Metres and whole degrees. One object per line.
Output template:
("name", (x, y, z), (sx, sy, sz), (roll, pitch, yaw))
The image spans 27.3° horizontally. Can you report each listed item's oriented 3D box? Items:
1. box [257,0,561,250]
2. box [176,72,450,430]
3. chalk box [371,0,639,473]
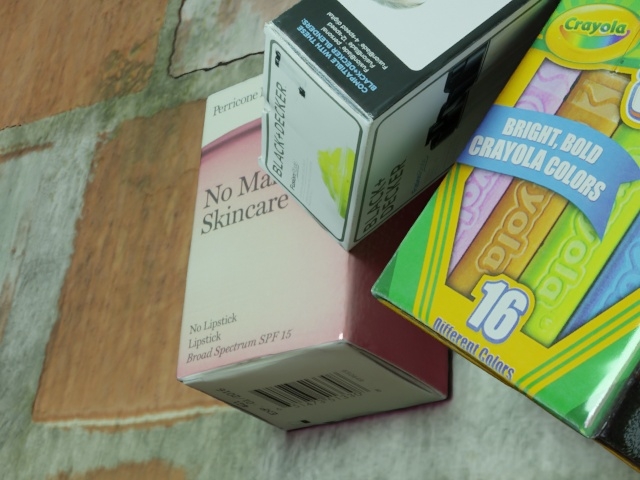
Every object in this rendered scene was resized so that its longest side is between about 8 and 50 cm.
("box", (0.098, -0.137, 0.817), (0.290, 0.169, 0.087), (-38, 73, -20))
("box", (0.000, 0.000, 0.938), (0.149, 0.127, 0.232), (-17, 57, 34))
("chalk box", (0.205, -0.025, 0.741), (0.179, 0.180, 0.289), (33, 89, 45))
